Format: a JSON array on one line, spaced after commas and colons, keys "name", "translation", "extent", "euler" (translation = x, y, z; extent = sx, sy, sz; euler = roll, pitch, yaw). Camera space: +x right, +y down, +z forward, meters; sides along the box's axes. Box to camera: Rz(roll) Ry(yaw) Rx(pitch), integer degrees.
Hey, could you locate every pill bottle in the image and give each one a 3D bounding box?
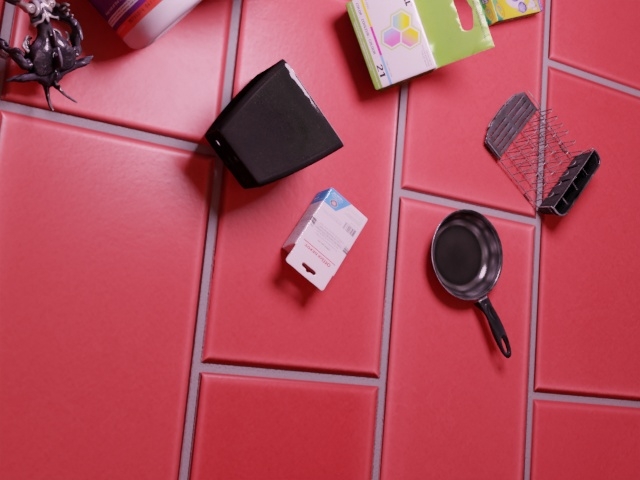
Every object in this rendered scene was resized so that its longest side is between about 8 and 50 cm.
[{"name": "pill bottle", "translation": [-0.353, -0.496, 1.350], "extent": [0.323, 0.181, 0.181], "euler": [49, 65, -16]}]

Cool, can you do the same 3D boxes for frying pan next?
[{"name": "frying pan", "translation": [0.353, 0.077, 1.748], "extent": [0.326, 0.053, 0.197], "euler": [49, 65, -18]}]

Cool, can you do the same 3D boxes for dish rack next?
[{"name": "dish rack", "translation": [0.509, -0.209, 1.854], "extent": [0.271, 0.074, 0.208], "euler": [47, 64, -16]}]

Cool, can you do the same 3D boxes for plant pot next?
[{"name": "plant pot", "translation": [-0.102, -0.194, 1.466], "extent": [0.167, 0.188, 0.187], "euler": [-39, 104, -13]}]

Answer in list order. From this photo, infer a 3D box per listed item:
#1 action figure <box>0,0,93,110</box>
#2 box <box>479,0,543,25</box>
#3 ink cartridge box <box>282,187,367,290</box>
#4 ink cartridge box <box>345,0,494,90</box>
[{"name": "action figure", "translation": [-0.469, -0.357, 1.301], "extent": [0.164, 0.141, 0.275], "euler": [-26, 123, -37]}, {"name": "box", "translation": [0.432, -0.566, 1.871], "extent": [0.179, 0.043, 0.105], "euler": [-21, 94, -27]}, {"name": "ink cartridge box", "translation": [0.000, 0.000, 1.556], "extent": [0.104, 0.060, 0.180], "euler": [41, 67, -19]}, {"name": "ink cartridge box", "translation": [0.203, -0.435, 1.622], "extent": [0.255, 0.097, 0.188], "euler": [-19, 95, 11]}]
